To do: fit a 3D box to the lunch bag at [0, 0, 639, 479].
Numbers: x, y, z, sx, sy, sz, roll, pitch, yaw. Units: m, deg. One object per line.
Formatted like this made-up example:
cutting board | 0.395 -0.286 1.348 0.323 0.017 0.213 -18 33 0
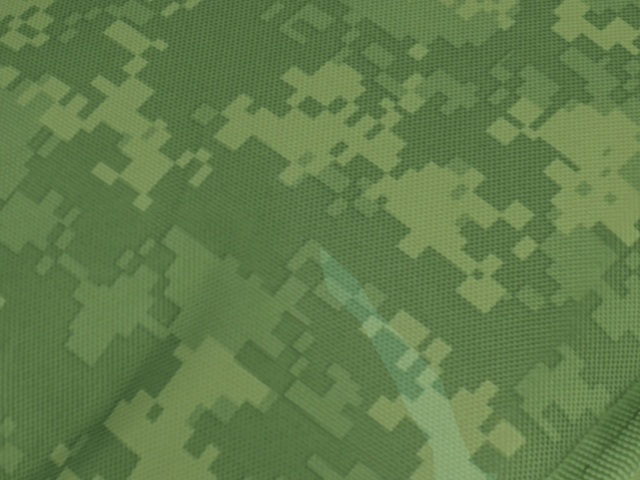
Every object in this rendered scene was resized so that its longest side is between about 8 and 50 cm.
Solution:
lunch bag | 0.000 0.000 0.463 0.235 0.169 0.287 36 55 21
